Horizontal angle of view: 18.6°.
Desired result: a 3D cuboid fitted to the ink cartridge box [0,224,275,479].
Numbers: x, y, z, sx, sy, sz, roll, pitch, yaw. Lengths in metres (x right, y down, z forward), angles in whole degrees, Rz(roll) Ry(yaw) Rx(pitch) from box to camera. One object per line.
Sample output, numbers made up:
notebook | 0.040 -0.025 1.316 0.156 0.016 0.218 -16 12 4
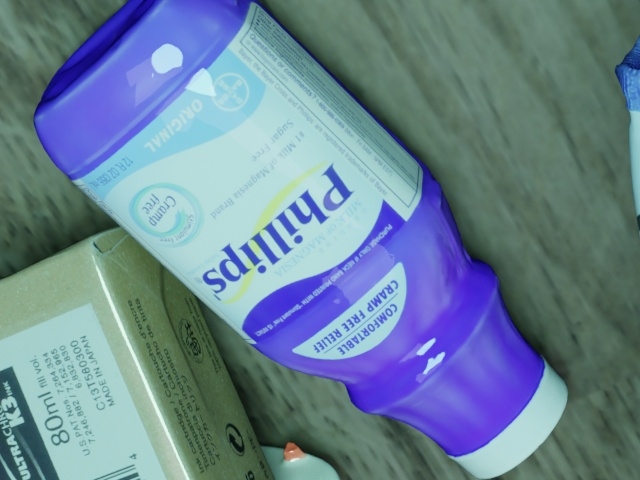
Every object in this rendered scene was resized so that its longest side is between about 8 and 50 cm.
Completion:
ink cartridge box | -0.126 0.131 0.952 0.193 0.088 0.234 -23 91 21

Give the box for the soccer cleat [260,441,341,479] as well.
soccer cleat | -0.075 0.154 1.027 0.196 0.068 0.076 -11 121 19

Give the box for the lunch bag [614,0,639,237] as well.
lunch bag | 0.343 0.017 0.818 0.386 0.239 0.327 -7 116 17

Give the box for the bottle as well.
bottle | 0.000 0.000 0.918 0.118 0.092 0.283 -39 108 21
